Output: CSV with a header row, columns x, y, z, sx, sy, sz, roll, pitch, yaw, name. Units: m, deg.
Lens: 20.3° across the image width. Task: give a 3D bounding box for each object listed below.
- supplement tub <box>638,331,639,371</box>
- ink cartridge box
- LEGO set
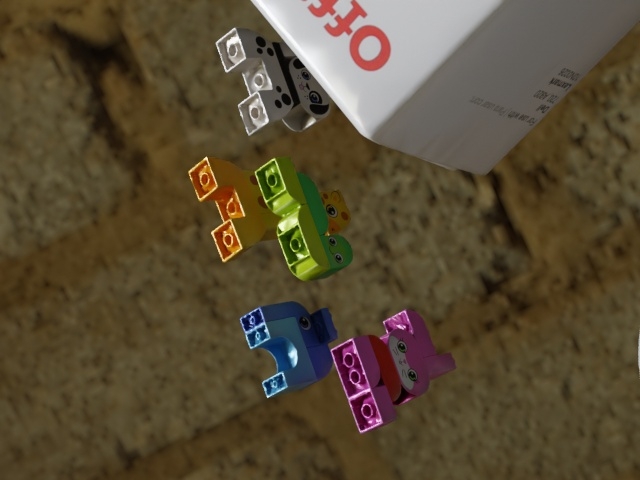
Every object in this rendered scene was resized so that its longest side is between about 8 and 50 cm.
x,y,z,sx,sy,sz,roll,pitch,yaw,name
0.228,0.060,0.662,0.144,0.199,0.144,-30,47,38,supplement tub
0.077,-0.194,0.730,0.278,0.201,0.117,-46,-23,18,ink cartridge box
0.000,0.000,0.993,0.093,0.227,0.087,-8,-17,-44,LEGO set
